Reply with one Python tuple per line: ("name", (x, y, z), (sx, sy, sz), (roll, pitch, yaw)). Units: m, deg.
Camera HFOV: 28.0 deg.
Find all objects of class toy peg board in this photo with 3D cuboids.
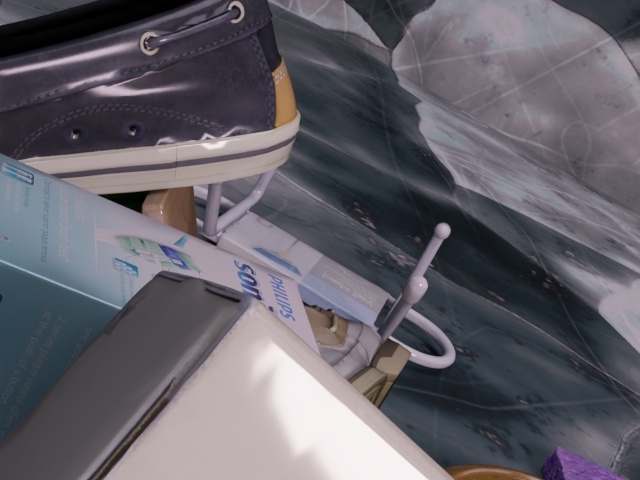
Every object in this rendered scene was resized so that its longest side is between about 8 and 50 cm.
("toy peg board", (-0.138, 0.029, 0.960), (0.079, 0.160, 0.161), (-3, 19, 3))

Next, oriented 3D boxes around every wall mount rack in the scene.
("wall mount rack", (0.000, 0.000, 1.248), (0.350, 0.130, 0.304), (30, 17, 4))

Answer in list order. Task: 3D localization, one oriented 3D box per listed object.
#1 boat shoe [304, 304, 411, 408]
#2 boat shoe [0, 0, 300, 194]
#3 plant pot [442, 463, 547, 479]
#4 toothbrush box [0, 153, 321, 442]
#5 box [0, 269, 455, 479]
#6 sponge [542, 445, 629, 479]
("boat shoe", (-0.011, 0.113, 0.964), (0.103, 0.113, 0.302), (31, 6, 7))
("boat shoe", (-0.252, -0.106, 0.861), (0.500, 0.156, 0.187), (-8, 22, -21))
("plant pot", (0.162, 0.239, 0.943), (0.236, 0.032, 0.236), (20, 23, -9))
("toothbrush box", (-0.176, 0.076, 0.598), (0.295, 0.216, 0.126), (23, 19, -19))
("box", (0.029, 0.157, 0.454), (0.311, 0.121, 0.148), (43, -10, -14))
("sponge", (0.258, 0.259, 1.106), (0.117, 0.031, 0.210), (28, 17, -5))
